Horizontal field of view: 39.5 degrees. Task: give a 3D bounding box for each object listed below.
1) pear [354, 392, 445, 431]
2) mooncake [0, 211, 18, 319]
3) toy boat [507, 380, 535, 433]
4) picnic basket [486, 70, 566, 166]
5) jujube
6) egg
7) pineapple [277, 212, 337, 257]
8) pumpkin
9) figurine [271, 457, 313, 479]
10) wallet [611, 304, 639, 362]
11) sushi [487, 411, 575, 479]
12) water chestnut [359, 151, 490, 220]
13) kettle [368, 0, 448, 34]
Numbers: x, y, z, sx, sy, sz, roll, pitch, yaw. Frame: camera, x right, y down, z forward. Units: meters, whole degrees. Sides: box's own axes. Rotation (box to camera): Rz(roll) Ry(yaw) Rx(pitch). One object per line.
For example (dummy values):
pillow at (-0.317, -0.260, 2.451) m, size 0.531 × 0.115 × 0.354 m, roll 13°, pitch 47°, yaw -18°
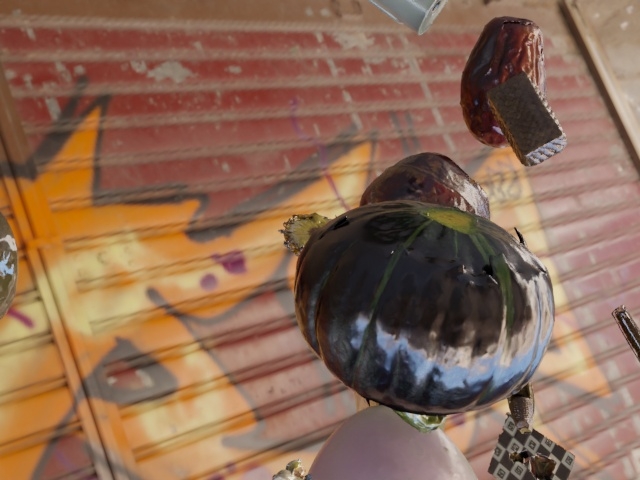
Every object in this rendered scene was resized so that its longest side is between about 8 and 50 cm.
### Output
pear at (0.181, 0.335, 1.970) m, size 0.165 × 0.398 × 0.399 m, roll -5°, pitch 167°, yaw -6°
mooncake at (-0.717, 0.051, 1.676) m, size 0.284 × 0.284 × 0.155 m, roll -25°, pitch 174°, yaw 19°
toy boat at (0.346, 0.266, 1.551) m, size 0.047 × 0.149 × 0.049 m, roll -13°, pitch 136°, yaw 15°
picnic basket at (0.416, -0.249, 1.810) m, size 0.110 × 0.193 × 0.055 m, roll -28°, pitch 156°, yaw 9°
jujube at (0.417, -0.354, 2.012) m, size 0.197 × 0.290 × 0.197 m, roll 4°, pitch -158°, yaw -2°
egg at (0.124, 0.463, 1.587) m, size 0.355 × 0.339 × 0.354 m, roll -6°, pitch 165°, yaw -2°
pineapple at (0.000, 0.000, 2.095) m, size 0.221 × 0.221 × 0.047 m, roll -13°, pitch 129°, yaw -38°
pumpkin at (0.105, 0.093, 1.014) m, size 0.296 × 0.296 × 0.296 m, roll -21°, pitch 169°, yaw -4°
figurine at (-0.026, 0.335, 1.227) m, size 0.047 × 0.083 × 0.050 m, roll -41°, pitch -169°, yaw 35°
wallet at (0.640, 0.240, 1.730) m, size 0.039 × 0.243 × 0.133 m, roll -30°, pitch 173°, yaw 18°
sushi at (0.432, 0.465, 1.867) m, size 0.139 × 0.201 × 0.031 m, roll -62°, pitch -164°, yaw -24°
water chestnut at (0.199, -0.023, 1.700) m, size 0.289 × 0.244 × 0.289 m, roll -22°, pitch 151°, yaw -13°
kettle at (0.126, -0.403, 1.406) m, size 0.098 × 0.148 × 0.127 m, roll -56°, pitch 171°, yaw 12°
